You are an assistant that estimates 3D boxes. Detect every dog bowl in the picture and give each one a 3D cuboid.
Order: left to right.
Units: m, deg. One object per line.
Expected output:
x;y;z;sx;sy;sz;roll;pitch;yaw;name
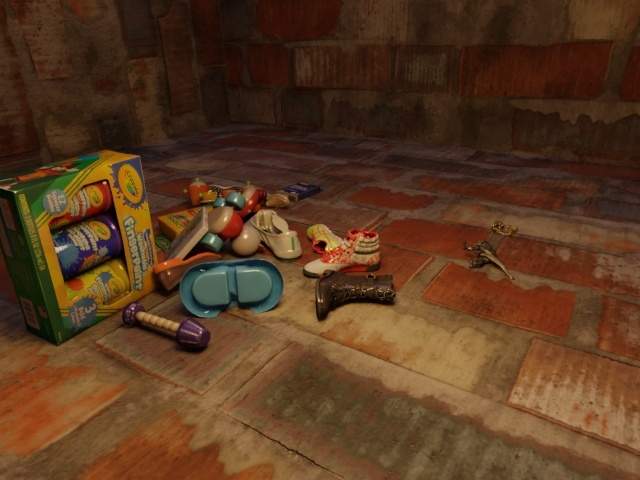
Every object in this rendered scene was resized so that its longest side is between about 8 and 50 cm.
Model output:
-0.259;0.132;1.409;0.298;0.165;0.074;-5;12;-7;dog bowl

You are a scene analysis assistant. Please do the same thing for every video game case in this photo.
-0.477;0.001;1.684;0.026;0.227;0.206;38;10;-25;video game case

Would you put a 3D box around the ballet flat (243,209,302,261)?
-0.186;-0.049;1.832;0.139;0.139;0.400;-14;27;-26;ballet flat

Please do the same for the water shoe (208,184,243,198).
-0.484;-0.238;2.370;0.203;0.072;0.080;0;2;-7;water shoe

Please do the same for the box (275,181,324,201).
-0.099;-0.251;2.398;0.137;0.036;0.225;18;29;36;box

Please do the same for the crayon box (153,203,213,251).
-0.517;-0.059;1.933;0.319;0.081;0.202;-19;30;-34;crayon box

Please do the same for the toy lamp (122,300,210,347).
-0.416;0.230;1.290;0.275;0.080;0.080;11;27;29;toy lamp

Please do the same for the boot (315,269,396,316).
0.109;0.150;1.420;0.229;0.091;0.263;3;22;12;boot

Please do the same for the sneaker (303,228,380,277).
0.071;0.037;1.606;0.270;0.144;0.090;-5;25;-8;sneaker

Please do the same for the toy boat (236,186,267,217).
-0.282;-0.138;2.047;0.151;0.151;0.231;44;11;3;toy boat

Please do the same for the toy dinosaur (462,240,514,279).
0.567;0.052;1.656;0.118;0.064;0.268;3;27;-6;toy dinosaur

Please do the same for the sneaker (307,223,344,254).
0.000;0.000;1.774;0.094;0.081;0.208;-19;30;-29;sneaker

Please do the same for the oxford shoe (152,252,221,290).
-0.427;0.106;1.578;0.097;0.098;0.271;-30;-9;34;oxford shoe

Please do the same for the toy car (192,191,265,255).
-0.311;-0.014;1.742;0.210;0.238;0.219;-11;48;53;toy car

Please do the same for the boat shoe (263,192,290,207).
-0.225;-0.177;2.216;0.190;0.068;0.072;8;36;42;boat shoe

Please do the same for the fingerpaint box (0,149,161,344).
-0.672;0.004;1.356;0.163;0.444;0.371;13;27;27;fingerpaint box

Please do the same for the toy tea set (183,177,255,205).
-0.454;-0.235;2.195;0.200;0.124;0.336;-3;5;42;toy tea set

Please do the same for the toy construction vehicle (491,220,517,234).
0.730;-0.047;1.906;0.098;0.035;0.086;22;22;37;toy construction vehicle
